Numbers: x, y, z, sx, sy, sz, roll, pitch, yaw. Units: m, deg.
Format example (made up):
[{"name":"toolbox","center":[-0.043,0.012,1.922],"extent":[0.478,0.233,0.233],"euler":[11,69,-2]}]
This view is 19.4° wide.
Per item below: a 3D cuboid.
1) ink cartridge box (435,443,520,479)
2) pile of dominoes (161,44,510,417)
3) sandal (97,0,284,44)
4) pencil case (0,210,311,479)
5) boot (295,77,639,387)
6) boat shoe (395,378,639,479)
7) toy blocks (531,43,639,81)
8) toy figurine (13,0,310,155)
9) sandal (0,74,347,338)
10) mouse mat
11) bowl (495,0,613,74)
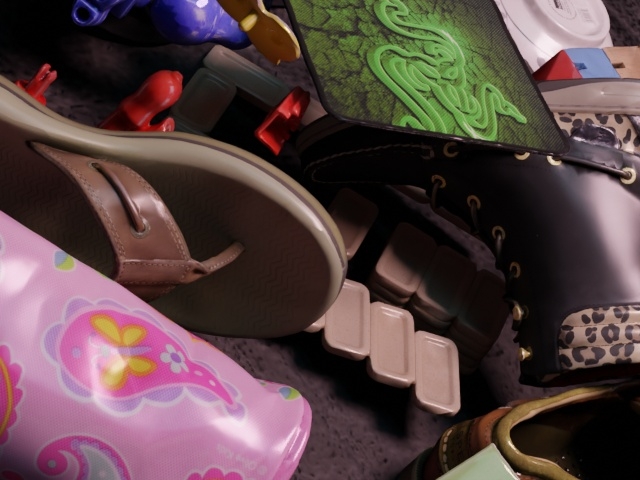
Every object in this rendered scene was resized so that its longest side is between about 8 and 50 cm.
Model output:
[{"name":"ink cartridge box","center":[0.104,0.226,0.981],"extent":[0.109,0.062,0.209],"euler":[-30,74,-17]},{"name":"pile of dominoes","center":[0.000,0.000,1.171],"extent":[0.251,0.040,0.196],"euler":[31,41,0]},{"name":"sandal","center":[-0.071,-0.195,1.254],"extent":[0.254,0.054,0.097],"euler":[-20,69,-47]},{"name":"pencil case","center":[-0.144,0.063,0.925],"extent":[0.284,0.124,0.124],"euler":[31,41,-14]},{"name":"boot","center":[0.105,-0.001,1.127],"extent":[0.236,0.085,0.178],"euler":[-5,78,7]},{"name":"boat shoe","center":[0.192,0.143,1.126],"extent":[0.307,0.104,0.110],"euler":[-3,57,-41]},{"name":"toy blocks","center":[0.290,-0.014,1.248],"extent":[0.261,0.191,0.381],"euler":[-9,65,-51]},{"name":"toy figurine","center":[-0.152,-0.182,1.109],"extent":[0.362,0.191,0.217],"euler":[40,27,-3]},{"name":"sandal","center":[-0.134,-0.009,0.994],"extent":[0.303,0.120,0.086],"euler":[19,35,-12]},{"name":"mouse mat","center":[0.053,-0.114,1.087],"extent":[0.153,0.007,0.189],"euler":[8,37,-21]},{"name":"bowl","center":[0.161,-0.152,1.384],"extent":[0.170,0.080,0.170],"euler":[21,45,-23]}]
